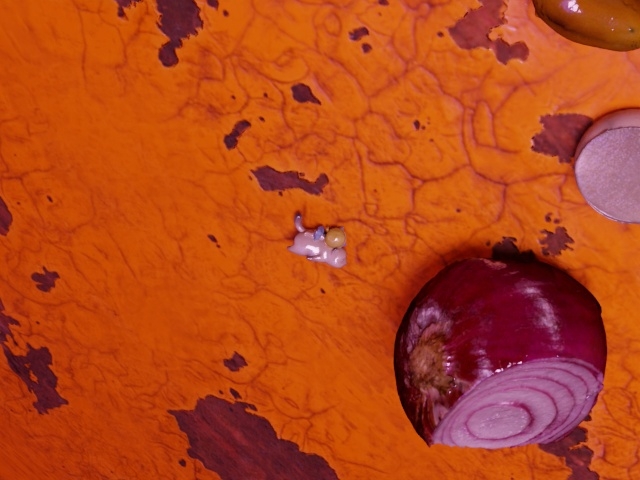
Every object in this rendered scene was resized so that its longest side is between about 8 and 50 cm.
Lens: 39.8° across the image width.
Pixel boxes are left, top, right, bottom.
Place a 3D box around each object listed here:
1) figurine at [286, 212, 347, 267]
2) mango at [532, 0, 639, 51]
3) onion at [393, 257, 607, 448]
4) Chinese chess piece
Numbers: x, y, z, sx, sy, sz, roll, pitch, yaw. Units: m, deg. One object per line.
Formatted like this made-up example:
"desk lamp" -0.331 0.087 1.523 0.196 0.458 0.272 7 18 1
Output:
"figurine" 0.000 0.000 1.149 0.083 0.047 0.051 18 120 8
"mango" 0.256 -0.216 0.836 0.127 0.077 0.063 24 134 0
"onion" 0.203 0.113 1.030 0.216 0.207 0.206 8 127 -33
"Chinese chess piece" 0.327 -0.077 0.922 0.122 0.051 0.122 14 127 19
